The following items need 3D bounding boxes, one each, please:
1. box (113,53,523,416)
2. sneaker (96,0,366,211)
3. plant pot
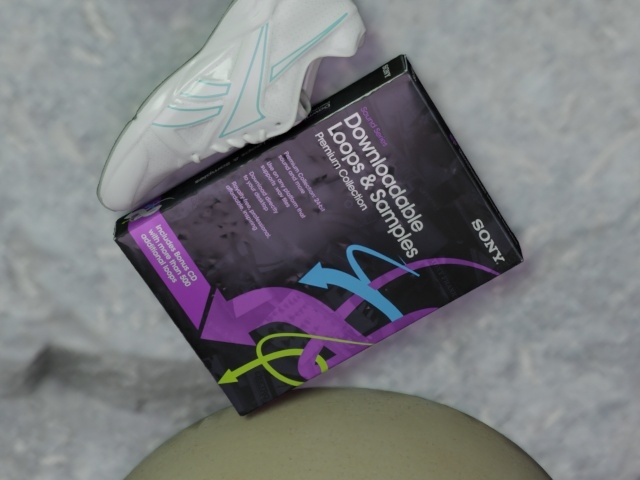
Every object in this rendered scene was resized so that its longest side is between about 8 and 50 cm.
[{"bbox_3d":[0.000,0.000,0.833,0.162,0.029,0.116,-30,111,9],"label":"box"},{"bbox_3d":[-0.042,-0.061,0.787,0.061,0.053,0.152,42,106,-8],"label":"sneaker"},{"bbox_3d":[0.011,0.242,0.852,0.284,0.191,0.284,-1,114,-2],"label":"plant pot"}]
